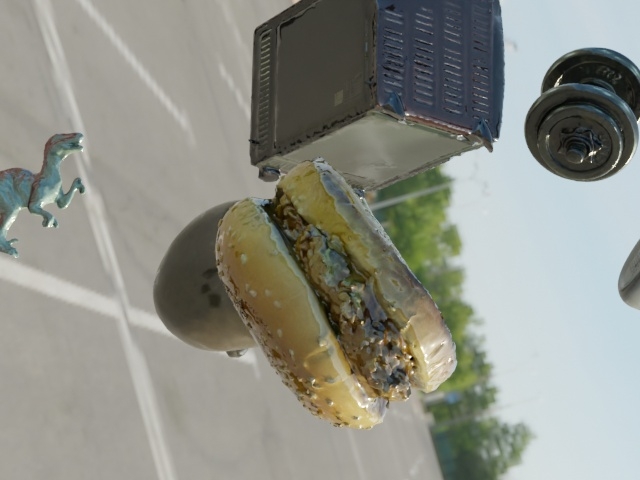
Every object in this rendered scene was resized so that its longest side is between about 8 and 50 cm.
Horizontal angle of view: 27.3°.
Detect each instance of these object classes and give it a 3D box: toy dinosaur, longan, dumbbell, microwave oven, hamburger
[{"bbox_3d":[-0.433,-0.060,1.764,0.053,0.242,0.167,16,74,-77],"label":"toy dinosaur"},{"bbox_3d":[-0.139,0.077,2.245,0.243,0.300,0.300,-86,161,-59],"label":"longan"},{"bbox_3d":[0.458,-0.217,2.262,0.290,0.192,0.192,-61,140,-50],"label":"dumbbell"},{"bbox_3d":[0.061,-0.161,1.390,0.247,0.188,0.178,-19,-118,52],"label":"microwave oven"},{"bbox_3d":[0.010,0.044,0.878,0.182,0.118,0.191,53,-2,-42],"label":"hamburger"}]

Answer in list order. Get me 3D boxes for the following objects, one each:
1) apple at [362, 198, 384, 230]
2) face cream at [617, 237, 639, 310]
[{"bbox_3d":[0.000,0.000,2.049,0.174,0.188,0.207,64,-1,16],"label":"apple"},{"bbox_3d":[0.568,0.072,1.718,0.080,0.337,0.163,-82,-165,-51],"label":"face cream"}]
